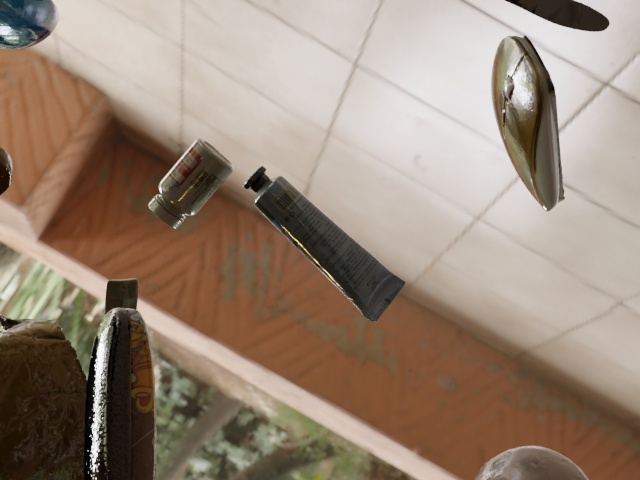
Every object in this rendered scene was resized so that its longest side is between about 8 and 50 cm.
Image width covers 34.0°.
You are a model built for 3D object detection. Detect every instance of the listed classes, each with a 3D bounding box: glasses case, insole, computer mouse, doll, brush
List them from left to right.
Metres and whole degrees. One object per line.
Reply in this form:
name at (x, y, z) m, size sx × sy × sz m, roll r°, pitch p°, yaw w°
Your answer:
glasses case at (-0.249, 0.241, 1.300) m, size 0.082 × 0.321 × 0.122 m, roll 7°, pitch 153°, yaw -24°
brush at (-0.353, 0.225, 1.848) m, size 0.060 × 0.321 × 0.050 m, roll -3°, pitch -164°, yaw -31°
computer mouse at (0.242, -0.132, 1.232) m, size 0.245 × 0.056 × 0.126 m, roll 69°, pitch -178°, yaw -55°
insole at (0.351, -0.381, 1.682) m, size 0.232 × 0.080 × 0.003 m, roll 24°, pitch 140°, yaw 12°
doll at (0.222, 0.307, 1.048) m, size 0.151 × 0.151 × 0.287 m, roll 31°, pitch -169°, yaw -1°

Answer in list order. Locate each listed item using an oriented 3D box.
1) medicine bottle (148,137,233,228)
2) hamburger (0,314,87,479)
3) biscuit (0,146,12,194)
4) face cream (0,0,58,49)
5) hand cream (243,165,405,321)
medicine bottle at (-0.214, -0.091, 1.712) m, size 0.079 × 0.140 × 0.079 m, roll 41°, pitch -173°, yaw -6°
hamburger at (-0.443, 0.262, 1.515) m, size 0.211 × 0.309 × 0.132 m, roll -13°, pitch -177°, yaw -41°
biscuit at (-0.481, -0.107, 1.278) m, size 0.179 × 0.039 × 0.236 m, roll -20°, pitch 149°, yaw 18°
face cream at (-0.357, -0.280, 0.981) m, size 0.285 × 0.067 × 0.139 m, roll 43°, pitch -169°, yaw 18°
hand cream at (0.000, 0.000, 1.508) m, size 0.271 × 0.091 × 0.058 m, roll 42°, pitch 143°, yaw -1°
